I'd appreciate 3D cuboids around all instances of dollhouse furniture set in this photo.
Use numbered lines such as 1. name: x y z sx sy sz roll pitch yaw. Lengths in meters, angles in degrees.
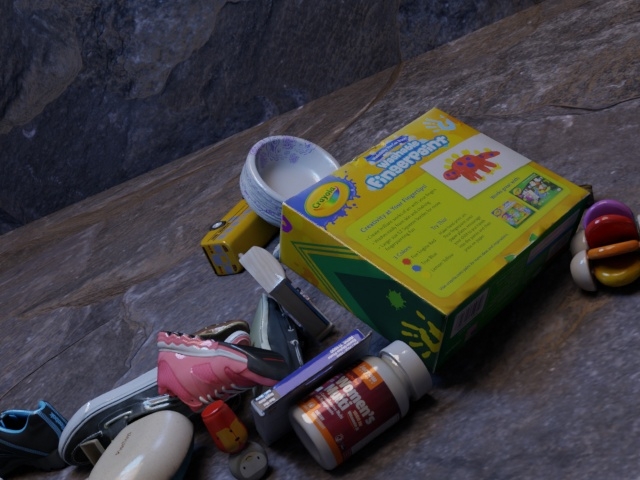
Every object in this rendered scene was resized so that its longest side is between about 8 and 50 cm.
1. dollhouse furniture set: -0.424 0.431 1.564 0.091 0.114 0.081 -17 27 14
2. dollhouse furniture set: 0.000 0.000 1.788 0.303 0.198 0.286 -44 42 -4

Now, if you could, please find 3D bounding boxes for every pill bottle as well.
1. pill bottle: 0.067 0.264 1.395 0.221 0.121 0.121 -33 23 -17

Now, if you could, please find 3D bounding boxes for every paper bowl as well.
1. paper bowl: -0.081 -0.142 2.339 0.284 0.284 0.148 -51 -9 -48

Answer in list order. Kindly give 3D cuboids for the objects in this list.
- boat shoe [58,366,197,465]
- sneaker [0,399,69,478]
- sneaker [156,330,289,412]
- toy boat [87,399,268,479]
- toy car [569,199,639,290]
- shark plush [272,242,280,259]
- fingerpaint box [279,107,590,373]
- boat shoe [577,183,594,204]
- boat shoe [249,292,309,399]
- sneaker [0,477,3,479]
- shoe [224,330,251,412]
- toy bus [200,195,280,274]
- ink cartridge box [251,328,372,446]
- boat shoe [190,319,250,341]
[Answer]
1. boat shoe: -0.370 0.355 1.657 0.335 0.121 0.119 -36 45 10
2. sneaker: -0.662 0.420 1.811 0.341 0.139 0.125 -19 25 21
3. sneaker: -0.179 0.247 1.530 0.314 0.136 0.116 4 -9 41
4. toy boat: -0.248 0.388 1.462 0.318 0.148 0.267 -26 15 21
5. toy car: 0.512 -0.004 1.499 0.159 0.136 0.182 -16 23 24
6. shark plush: -0.045 0.026 2.198 0.161 0.073 0.067 9 56 23
7. fingerpaint box: 0.208 -0.022 1.581 0.371 0.163 0.445 34 51 27
8. boat shoe: 0.499 -0.079 1.803 0.152 0.049 0.056 -14 1 24
9. boat shoe: -0.075 0.213 1.694 0.113 0.127 0.340 12 16 -12
10. sneaker: -0.684 0.547 1.602 0.153 0.094 0.235 -14 33 6
11. shoe: -0.173 0.267 1.664 0.081 0.064 0.177 22 83 56
12. toy bus: -0.203 -0.037 2.397 0.130 0.108 0.332 -8 27 36
13. ink cartridge box: -0.015 0.242 1.450 0.223 0.045 0.224 -33 -22 -19
14. boat shoe: -0.242 0.222 1.917 0.178 0.064 0.060 -19 17 0
